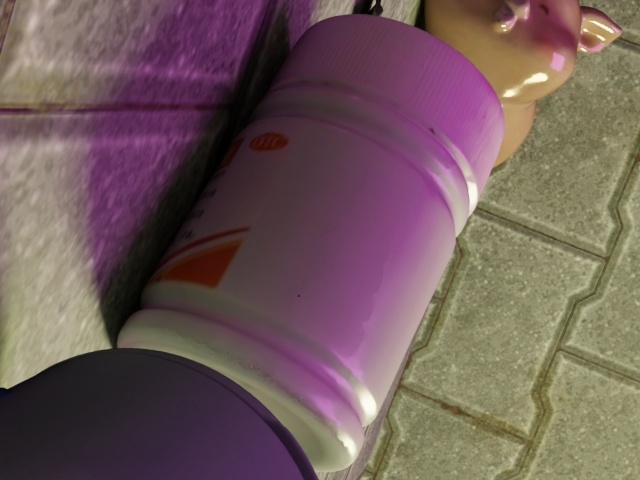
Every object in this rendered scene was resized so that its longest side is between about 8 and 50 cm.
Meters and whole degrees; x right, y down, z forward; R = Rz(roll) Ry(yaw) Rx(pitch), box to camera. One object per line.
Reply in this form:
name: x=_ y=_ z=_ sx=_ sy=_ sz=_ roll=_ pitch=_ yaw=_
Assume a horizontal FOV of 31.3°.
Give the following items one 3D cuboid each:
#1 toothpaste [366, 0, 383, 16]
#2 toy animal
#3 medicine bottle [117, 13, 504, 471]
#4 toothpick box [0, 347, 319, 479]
toothpaste: x=0.031 y=-0.126 z=1.201 sx=0.069 sy=0.047 sz=0.268 roll=-28 pitch=137 yaw=-52
toy animal: x=0.218 y=-0.223 z=1.469 sx=0.269 sy=0.237 sz=0.326 roll=-55 pitch=170 yaw=-14
medicine bottle: x=0.000 y=0.000 z=0.904 sx=0.202 sy=0.202 sz=0.316 roll=90 pitch=26 yaw=-61
toothpick box: x=-0.159 y=0.191 z=0.532 sx=0.355 sy=0.263 sz=0.263 roll=-28 pitch=139 yaw=-70
